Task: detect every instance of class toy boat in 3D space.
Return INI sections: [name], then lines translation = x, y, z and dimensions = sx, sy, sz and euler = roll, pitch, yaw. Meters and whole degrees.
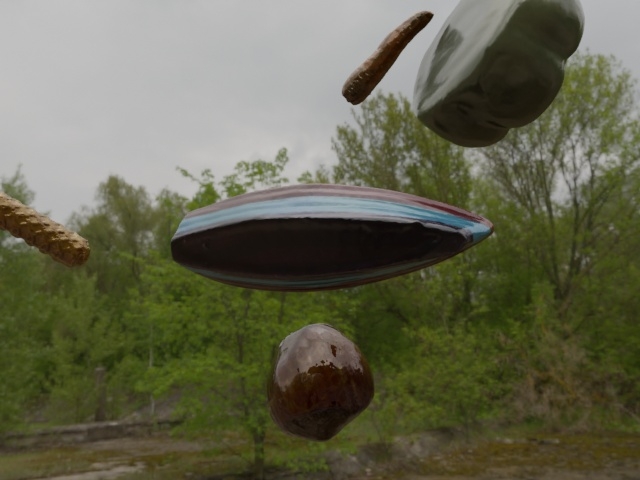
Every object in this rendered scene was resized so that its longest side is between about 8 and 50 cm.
[toy boat]
translation = 0.000, 0.000, 0.675
dimensions = 0.393, 0.136, 0.079
euler = -2, 9, 21

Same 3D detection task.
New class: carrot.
[carrot]
translation = 0.106, -0.299, 0.916
dimensions = 0.191, 0.047, 0.047
euler = -47, -31, 14

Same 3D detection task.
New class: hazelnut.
[hazelnut]
translation = -0.016, 0.274, 1.087
dimensions = 0.218, 0.217, 0.234
euler = 12, -45, -43

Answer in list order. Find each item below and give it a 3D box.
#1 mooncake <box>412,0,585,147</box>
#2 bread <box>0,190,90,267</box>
[mooncake]
translation = 0.245, -0.264, 0.799
dimensions = 0.135, 0.274, 0.275
euler = 24, -23, -17
[bread]
translation = -0.401, -0.014, 0.800
dimensions = 0.157, 0.044, 0.052
euler = 34, -56, -20
